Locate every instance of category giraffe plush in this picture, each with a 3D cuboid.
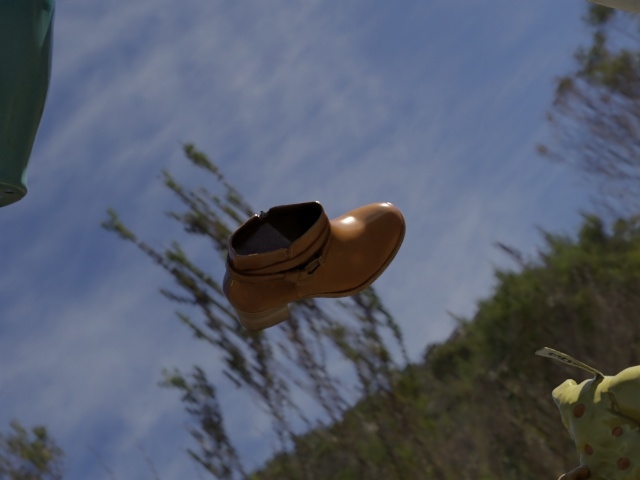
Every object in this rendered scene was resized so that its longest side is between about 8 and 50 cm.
[{"bbox_3d":[0.257,0.198,1.088,0.181,0.210,0.170,87,-161,-71],"label":"giraffe plush"}]

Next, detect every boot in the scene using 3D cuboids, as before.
[{"bbox_3d":[0.000,0.000,1.208,0.197,0.073,0.152,-35,-23,-16],"label":"boot"}]

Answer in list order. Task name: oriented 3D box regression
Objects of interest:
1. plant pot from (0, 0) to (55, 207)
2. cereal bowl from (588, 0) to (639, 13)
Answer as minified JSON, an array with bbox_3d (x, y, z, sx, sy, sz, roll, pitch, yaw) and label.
[{"bbox_3d":[-0.422,-0.167,1.469,0.271,0.272,0.255,14,-111,-61],"label":"plant pot"},{"bbox_3d":[0.252,-0.273,0.954,0.339,0.339,0.141,27,-102,-63],"label":"cereal bowl"}]
